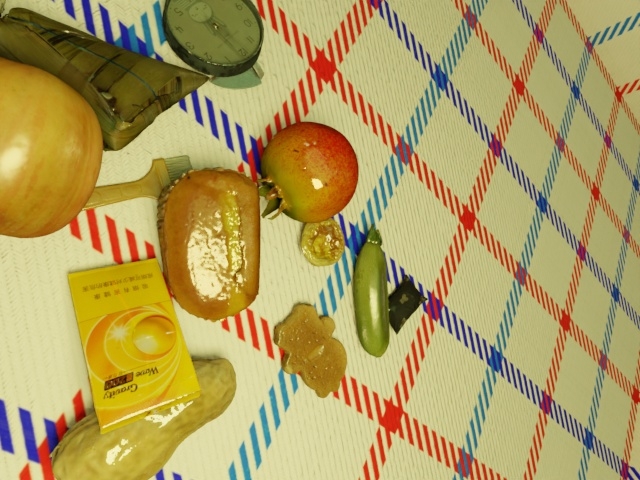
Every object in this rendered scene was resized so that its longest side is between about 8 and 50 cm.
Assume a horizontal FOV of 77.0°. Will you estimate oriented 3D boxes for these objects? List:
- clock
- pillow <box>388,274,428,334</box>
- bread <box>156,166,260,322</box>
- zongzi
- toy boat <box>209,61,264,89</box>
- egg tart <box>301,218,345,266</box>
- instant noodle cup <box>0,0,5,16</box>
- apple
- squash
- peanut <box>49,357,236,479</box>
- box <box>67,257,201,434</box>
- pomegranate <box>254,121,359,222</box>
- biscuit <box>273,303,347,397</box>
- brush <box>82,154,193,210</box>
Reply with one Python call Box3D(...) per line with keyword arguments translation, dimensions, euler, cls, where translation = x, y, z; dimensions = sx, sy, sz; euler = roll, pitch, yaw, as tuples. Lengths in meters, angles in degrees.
Box3D(translation=(-0.226, -0.462, 0.868), dimensions=(0.214, 0.042, 0.215), euler=(5, 78, -22), cls="clock")
Box3D(translation=(0.221, 0.172, 1.093), dimensions=(0.150, 0.048, 0.090), euler=(-40, 108, -27), cls="pillow")
Box3D(translation=(-0.199, 0.007, 0.772), dimensions=(0.204, 0.156, 0.288), euler=(-2, 91, -31), cls="bread")
Box3D(translation=(-0.381, -0.333, 0.743), dimensions=(0.260, 0.123, 0.289), euler=(41, 51, -16), cls="zongzi")
Box3D(translation=(-0.193, -0.373, 0.913), dimensions=(0.122, 0.034, 0.096), euler=(-47, 106, -19), cls="toy boat")
Box3D(translation=(0.000, 0.000, 0.971), dimensions=(0.130, 0.052, 0.131), euler=(3, 84, -33), cls="egg tart")
Box3D(translation=(-0.576, -0.336, 0.564), dimensions=(0.174, 0.213, 0.213), euler=(25, 71, -36), cls="instant noodle cup")
Box3D(translation=(-0.457, -0.136, 0.583), dimensions=(0.242, 0.242, 0.241), euler=(24, 89, -28), cls="apple")
Box3D(translation=(0.127, 0.125, 1.018), dimensions=(0.094, 0.094, 0.341), euler=(1, 86, -33), cls="squash")
Box3D(translation=(-0.284, 0.311, 0.703), dimensions=(0.313, 0.149, 0.149), euler=(-33, 102, -36), cls="peanut")
Box3D(translation=(-0.317, 0.159, 0.679), dimensions=(0.152, 0.043, 0.269), euler=(-13, 60, -32), cls="box")
Box3D(translation=(-0.036, -0.138, 0.877), dimensions=(0.256, 0.221, 0.221), euler=(-40, 105, -22), cls="pomegranate")
Box3D(translation=(-0.014, 0.258, 0.939), dimensions=(0.166, 0.036, 0.225), euler=(-47, 111, -27), cls="biscuit")
Box3D(translation=(-0.369, -0.094, 0.768), dimensions=(0.272, 0.013, 0.103), euler=(-19, 94, -33), cls="brush")
